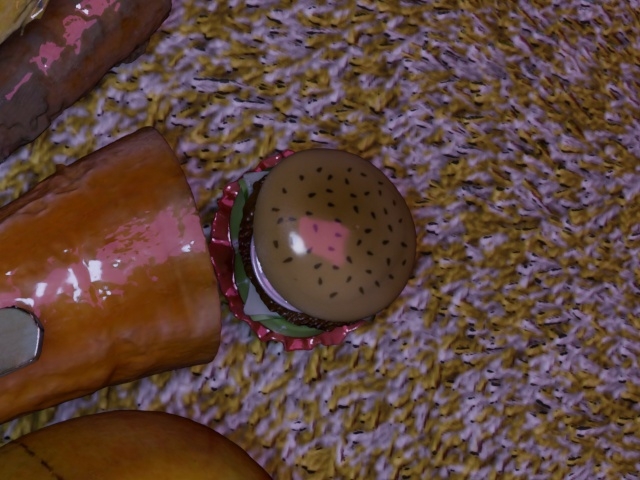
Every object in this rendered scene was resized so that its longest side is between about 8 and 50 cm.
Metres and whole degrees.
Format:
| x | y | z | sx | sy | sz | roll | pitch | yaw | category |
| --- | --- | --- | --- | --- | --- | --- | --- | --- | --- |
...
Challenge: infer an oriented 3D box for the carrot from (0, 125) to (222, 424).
| x | y | z | sx | sy | sz | roll | pitch | yaw | category |
| --- | --- | --- | --- | --- | --- | --- | --- | --- | --- |
| -0.215 | 0.039 | 1.134 | 0.254 | 0.196 | 0.196 | -18 | 86 | -19 | carrot |

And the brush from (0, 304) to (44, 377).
| x | y | z | sx | sy | sz | roll | pitch | yaw | category |
| --- | --- | --- | --- | --- | --- | --- | --- | --- | --- |
| -0.335 | 0.107 | 1.022 | 0.336 | 0.020 | 0.085 | -16 | 81 | 12 | brush |

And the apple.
| x | y | z | sx | sy | sz | roll | pitch | yaw | category |
| --- | --- | --- | --- | --- | --- | --- | --- | --- | --- |
| -0.142 | 0.250 | 1.072 | 0.286 | 0.233 | 0.286 | 6 | 76 | -23 | apple |

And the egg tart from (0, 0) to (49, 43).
| x | y | z | sx | sy | sz | roll | pitch | yaw | category |
| --- | --- | --- | --- | --- | --- | --- | --- | --- | --- |
| -0.322 | -0.205 | 1.128 | 0.294 | 0.116 | 0.295 | -3 | 71 | 8 | egg tart |

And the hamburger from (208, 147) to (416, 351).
| x | y | z | sx | sy | sz | roll | pitch | yaw | category |
| --- | --- | --- | --- | --- | --- | --- | --- | --- | --- |
| -0.001 | 0.003 | 1.255 | 0.175 | 0.137 | 0.175 | 4 | 79 | -23 | hamburger |

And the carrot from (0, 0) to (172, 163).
| x | y | z | sx | sy | sz | roll | pitch | yaw | category |
| --- | --- | --- | --- | --- | --- | --- | --- | --- | --- |
| -0.229 | -0.129 | 1.203 | 0.102 | 0.102 | 0.263 | 45 | 67 | -10 | carrot |
